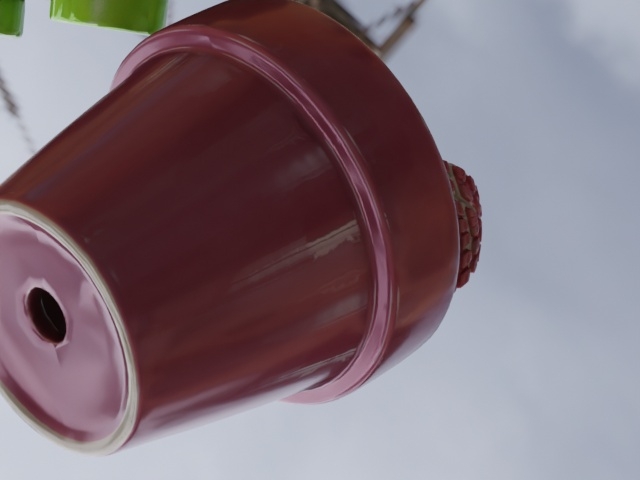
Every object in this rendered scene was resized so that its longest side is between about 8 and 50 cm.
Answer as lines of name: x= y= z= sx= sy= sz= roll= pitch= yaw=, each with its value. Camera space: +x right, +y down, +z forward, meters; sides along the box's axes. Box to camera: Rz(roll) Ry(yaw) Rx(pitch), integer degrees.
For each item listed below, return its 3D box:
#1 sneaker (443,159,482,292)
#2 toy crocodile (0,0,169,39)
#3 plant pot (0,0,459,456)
sneaker: x=0.000 y=0.000 z=1.566 sx=0.299 sy=0.121 sz=0.112 roll=-11 pitch=-170 yaw=-31
toy crocodile: x=-0.139 y=-0.171 z=1.120 sx=0.340 sy=0.115 sz=0.105 roll=5 pitch=-178 yaw=43
plant pot: x=-0.065 y=0.006 z=0.941 sx=0.180 sy=0.201 sz=0.201 roll=-31 pitch=-107 yaw=-39
